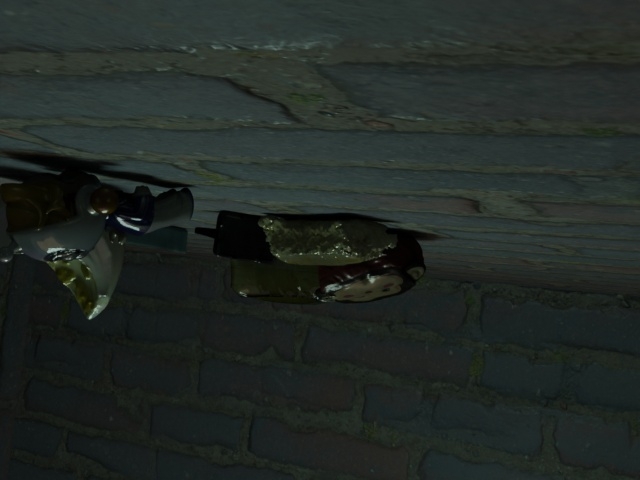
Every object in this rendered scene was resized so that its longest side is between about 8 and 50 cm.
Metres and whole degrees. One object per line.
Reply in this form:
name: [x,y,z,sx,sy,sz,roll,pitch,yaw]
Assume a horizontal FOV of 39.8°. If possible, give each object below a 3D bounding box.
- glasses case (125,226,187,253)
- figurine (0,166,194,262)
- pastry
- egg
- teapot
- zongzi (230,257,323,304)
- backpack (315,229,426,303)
glasses case: [-0.427,-0.029,2.114,0.105,0.056,0.266,32,-172,28]
figurine: [-0.324,-0.039,1.267,0.193,0.133,0.274,4,-174,29]
pastry: [-0.003,-0.002,1.549,0.258,0.089,0.121,-2,159,43]
egg: [-0.417,-0.017,1.450,0.271,0.161,0.206,47,-168,-38]
teapot: [-0.151,-0.007,1.688,0.177,0.087,0.096,8,180,-25]
zongzi: [0.004,0.084,2.146,0.323,0.160,0.360,5,175,31]
backpack: [0.099,0.045,1.718,0.229,0.139,0.229,-9,166,-2]
